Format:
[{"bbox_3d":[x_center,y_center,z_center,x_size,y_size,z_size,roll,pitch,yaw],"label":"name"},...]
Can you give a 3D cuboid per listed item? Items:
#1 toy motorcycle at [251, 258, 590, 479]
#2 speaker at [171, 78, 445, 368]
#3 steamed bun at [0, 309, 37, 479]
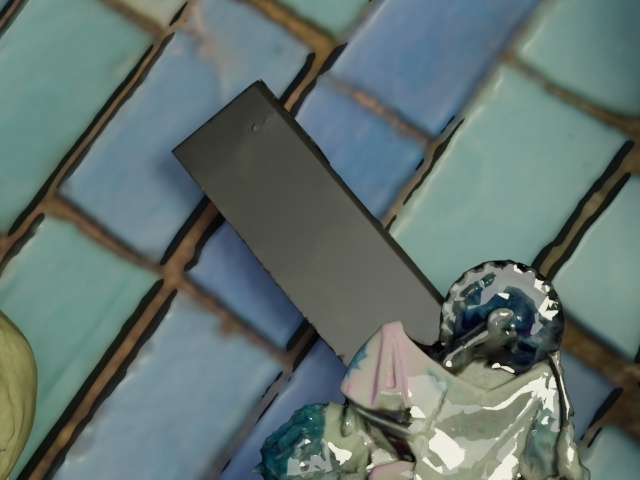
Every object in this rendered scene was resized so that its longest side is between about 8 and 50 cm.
[{"bbox_3d":[0.063,0.145,1.051,0.204,0.108,0.239,-10,76,-3],"label":"toy motorcycle"},{"bbox_3d":[0.000,0.000,1.144,0.082,0.044,0.218,-40,72,-1],"label":"speaker"},{"bbox_3d":[-0.329,0.132,1.093,0.289,0.203,0.276,-44,70,-1],"label":"steamed bun"}]
